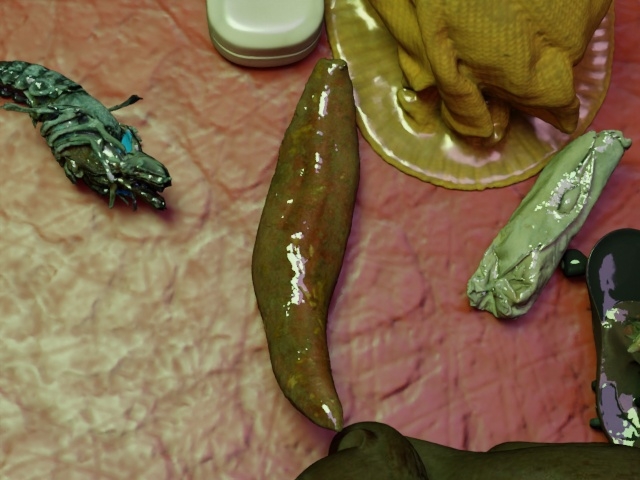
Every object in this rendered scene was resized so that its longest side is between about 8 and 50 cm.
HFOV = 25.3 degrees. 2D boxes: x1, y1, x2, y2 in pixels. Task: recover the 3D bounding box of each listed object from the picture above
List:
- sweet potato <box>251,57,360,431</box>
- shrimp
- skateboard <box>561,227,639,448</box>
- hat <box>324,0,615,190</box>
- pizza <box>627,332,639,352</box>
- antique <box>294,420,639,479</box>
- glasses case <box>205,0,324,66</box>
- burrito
[{"bbox_3d":[-0.008,0.005,0.925,0.058,0.078,0.255,25,60,-40],"label":"sweet potato"},{"bbox_3d":[-0.164,-0.078,0.929,0.174,0.082,0.076,27,80,10],"label":"shrimp"},{"bbox_3d":[0.204,0.067,0.919,0.067,0.080,0.151,-3,77,-10],"label":"skateboard"},{"bbox_3d":[0.119,-0.185,0.898,0.244,0.233,0.233,-37,82,-11],"label":"hat"},{"bbox_3d":[0.271,0.071,0.895,0.262,0.034,0.181,-33,96,-41],"label":"pizza"},{"bbox_3d":[0.094,0.172,0.854,0.257,0.143,0.121,5,77,-1],"label":"antique"},{"bbox_3d":[-0.042,-0.218,0.988,0.083,0.050,0.196,-5,76,-4],"label":"glasses case"},{"bbox_3d":[0.149,-0.013,0.949,0.041,0.055,0.149,40,79,-37],"label":"burrito"}]
